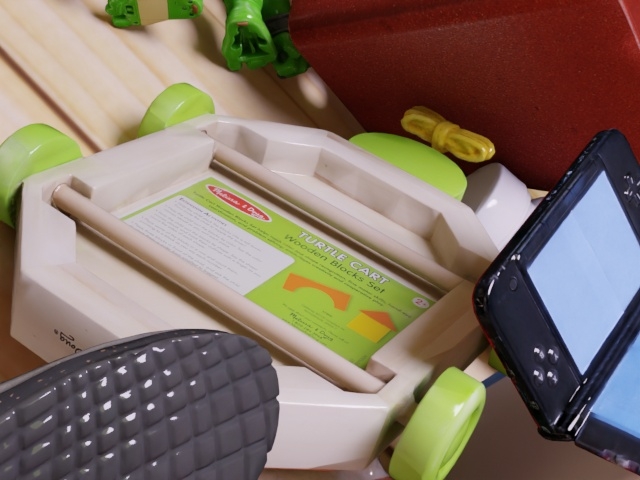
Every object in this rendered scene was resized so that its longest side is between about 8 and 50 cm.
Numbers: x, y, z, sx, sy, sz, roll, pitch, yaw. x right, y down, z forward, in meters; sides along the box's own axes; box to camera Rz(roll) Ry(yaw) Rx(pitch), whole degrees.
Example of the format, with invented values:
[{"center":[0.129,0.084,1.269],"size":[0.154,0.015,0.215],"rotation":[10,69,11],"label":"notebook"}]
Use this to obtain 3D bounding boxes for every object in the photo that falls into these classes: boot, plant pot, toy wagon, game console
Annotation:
[{"center":[-0.147,0.067,0.345],"size":[0.246,0.161,0.084],"rotation":[-17,115,-42],"label":"boot"},{"center":[0.130,-0.187,0.727],"size":[0.267,0.235,0.267],"rotation":[42,49,-50],"label":"plant pot"},{"center":[0.000,0.000,0.563],"size":[0.267,0.068,0.344],"rotation":[30,31,20],"label":"toy wagon"},{"center":[0.157,0.028,0.461],"size":[0.144,0.085,0.124],"rotation":[-45,114,-35],"label":"game console"}]

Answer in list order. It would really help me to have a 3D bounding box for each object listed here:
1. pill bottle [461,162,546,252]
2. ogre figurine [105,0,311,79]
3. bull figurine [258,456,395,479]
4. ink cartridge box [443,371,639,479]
[{"center":[0.175,0.042,0.745],"size":[0.208,0.117,0.118],"rotation":[41,38,-13],"label":"pill bottle"},{"center":[-0.080,-0.195,0.702],"size":[0.197,0.097,0.118],"rotation":[10,63,-27],"label":"ogre figurine"},{"center":[0.053,0.233,0.474],"size":[0.310,0.101,0.188],"rotation":[49,41,1],"label":"bull figurine"},{"center":[0.245,0.179,0.613],"size":[0.307,0.223,0.129],"rotation":[34,38,-21],"label":"ink cartridge box"}]
